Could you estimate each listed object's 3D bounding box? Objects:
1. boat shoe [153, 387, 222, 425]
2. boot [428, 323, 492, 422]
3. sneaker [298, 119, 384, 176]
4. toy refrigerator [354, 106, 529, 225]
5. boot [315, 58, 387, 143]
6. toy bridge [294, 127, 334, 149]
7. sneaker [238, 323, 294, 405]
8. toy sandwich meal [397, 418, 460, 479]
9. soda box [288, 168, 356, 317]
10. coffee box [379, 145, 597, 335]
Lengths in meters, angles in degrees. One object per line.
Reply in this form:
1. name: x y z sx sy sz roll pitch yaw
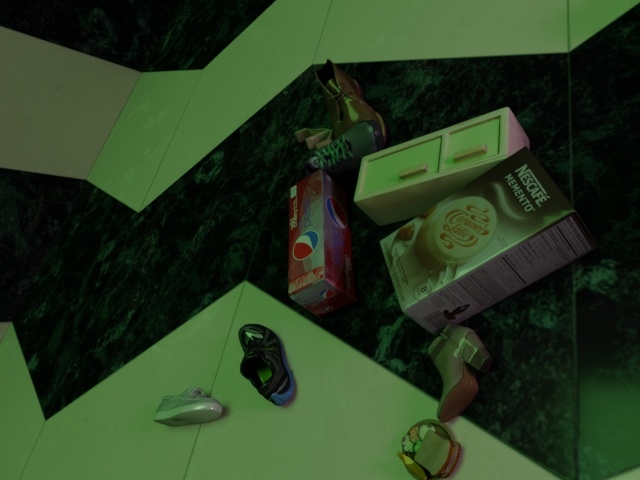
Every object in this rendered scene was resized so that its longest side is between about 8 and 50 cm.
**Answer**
1. boat shoe: -0.249 0.311 0.994 0.184 0.066 0.063 -28 44 42
2. boot: 0.172 0.170 0.695 0.118 0.042 0.087 -51 31 -1
3. sneaker: 0.036 -0.157 0.991 0.098 0.083 0.223 -21 -2 -23
4. toy refrigerator: 0.189 -0.114 0.854 0.269 0.094 0.102 -13 52 39
5. boot: 0.050 -0.280 1.113 0.112 0.115 0.305 -34 43 16
6. toy bridge: -0.002 -0.228 1.173 0.063 0.026 0.188 -24 25 -10
7. sneaker: -0.105 0.203 0.912 0.067 0.078 0.188 -46 37 7
8. toy sandwich meal: 0.134 0.264 0.660 0.085 0.029 0.086 -26 44 29
9. soda box: 0.000 0.000 0.956 0.083 0.092 0.263 -27 44 28
10. coffee box: 0.220 0.004 0.724 0.246 0.098 0.141 -35 41 21
